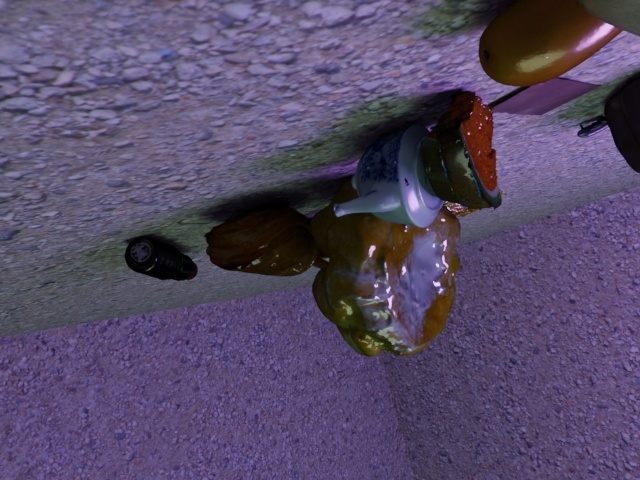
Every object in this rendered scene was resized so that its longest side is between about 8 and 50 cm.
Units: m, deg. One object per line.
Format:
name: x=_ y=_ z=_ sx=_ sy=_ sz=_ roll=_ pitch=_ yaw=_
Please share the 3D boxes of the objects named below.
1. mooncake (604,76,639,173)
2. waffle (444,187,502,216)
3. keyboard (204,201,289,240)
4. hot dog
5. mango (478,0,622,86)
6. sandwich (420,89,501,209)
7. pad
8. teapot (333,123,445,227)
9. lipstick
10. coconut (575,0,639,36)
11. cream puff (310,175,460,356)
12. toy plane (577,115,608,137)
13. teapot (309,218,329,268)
mooncake: x=0.658 y=-0.225 z=0.966 sx=0.305 sy=0.154 sz=0.306 roll=-15 pitch=168 yaw=-3
waffle: x=0.379 y=-0.100 z=1.599 sx=0.290 sy=0.051 sz=0.291 roll=-13 pitch=170 yaw=-2
keyboard: x=-0.161 y=-0.036 z=1.223 sx=0.072 sy=0.023 sz=0.231 roll=-2 pitch=165 yaw=-45
hot dog: x=-0.108 y=0.010 z=1.155 sx=0.196 sy=0.122 sz=0.272 roll=-15 pitch=171 yaw=22
mango: x=0.250 y=-0.217 z=0.572 sx=0.183 sy=0.085 sz=0.102 roll=-22 pitch=170 yaw=11
sandwich: x=0.203 y=-0.128 z=0.835 sx=0.079 sy=0.159 sz=0.235 roll=0 pitch=178 yaw=30
pad: x=0.359 y=-0.229 z=0.916 sx=0.187 sy=0.006 sz=0.113 roll=-9 pitch=168 yaw=-42
teapot: x=0.116 y=-0.101 z=0.912 sx=0.158 sy=0.159 sz=0.232 roll=-23 pitch=-165 yaw=42
lipstick: x=-0.342 y=0.050 z=1.273 sx=0.081 sy=0.081 sz=0.300 roll=-15 pitch=171 yaw=3
coconut: x=0.255 y=-0.212 z=0.370 sx=0.182 sy=0.171 sz=0.170 roll=-23 pitch=168 yaw=32
cream puff: x=0.106 y=0.045 z=1.138 sx=0.275 sy=0.379 sz=0.378 roll=4 pitch=-175 yaw=39
toy plane: x=0.557 y=-0.229 z=1.150 sx=0.083 sy=0.031 sz=0.078 roll=-16 pitch=171 yaw=5
teapot: x=0.000 y=0.000 z=1.422 sx=0.178 sy=0.135 sz=0.252 roll=27 pitch=172 yaw=-24
